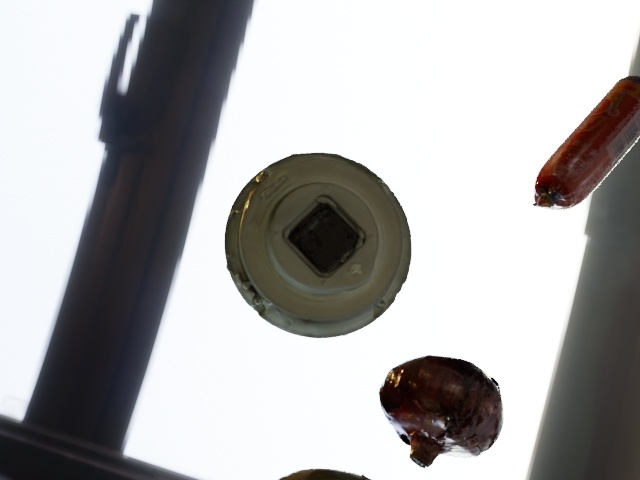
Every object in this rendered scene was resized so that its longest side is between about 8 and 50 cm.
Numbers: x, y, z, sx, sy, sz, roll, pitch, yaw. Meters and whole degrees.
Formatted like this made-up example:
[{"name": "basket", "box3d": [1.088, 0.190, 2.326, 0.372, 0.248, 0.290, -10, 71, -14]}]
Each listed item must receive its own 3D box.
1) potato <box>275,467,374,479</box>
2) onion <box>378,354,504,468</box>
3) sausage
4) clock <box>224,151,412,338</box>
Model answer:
[{"name": "potato", "box3d": [0.060, 0.454, 1.820, 0.218, 0.351, 0.202, -73, -14, -49]}, {"name": "onion", "box3d": [0.227, 0.329, 2.391, 0.219, 0.252, 0.252, -61, -29, -31]}, {"name": "sausage", "box3d": [0.339, -0.112, 1.575, 0.274, 0.074, 0.074, -45, -39, -37]}, {"name": "clock", "box3d": [0.000, 0.000, 1.544, 0.053, 0.236, 0.236, 121, 170, -74]}]
